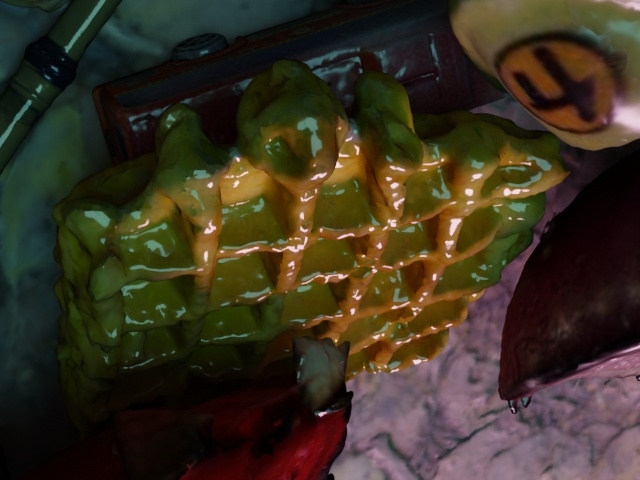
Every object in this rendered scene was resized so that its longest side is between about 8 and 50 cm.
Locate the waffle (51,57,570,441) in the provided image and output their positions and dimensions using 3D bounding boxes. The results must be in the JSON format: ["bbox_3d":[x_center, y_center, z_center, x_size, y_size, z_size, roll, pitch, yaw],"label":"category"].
[{"bbox_3d":[0.000,0.000,0.458,0.229,0.057,0.219,-13,152,-18],"label":"waffle"}]

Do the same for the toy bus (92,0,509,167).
[{"bbox_3d":[-0.003,-0.069,0.492,0.192,0.077,0.065,-20,116,-12],"label":"toy bus"}]

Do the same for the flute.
[{"bbox_3d":[-0.094,-0.111,0.473,0.027,0.027,0.233,35,93,-26],"label":"flute"}]

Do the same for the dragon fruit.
[{"bbox_3d":[-0.105,0.175,0.483,0.343,0.100,0.282,-57,160,14],"label":"dragon fruit"}]

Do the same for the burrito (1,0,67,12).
[{"bbox_3d":[-0.212,-0.214,0.356,0.348,0.107,0.175,27,83,-28],"label":"burrito"}]

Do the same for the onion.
[{"bbox_3d":[0.217,-0.016,0.529,0.247,0.111,0.250,-34,157,34],"label":"onion"}]

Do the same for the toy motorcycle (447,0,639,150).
[{"bbox_3d":[0.177,-0.166,0.456,0.410,0.169,0.237,-10,90,-33],"label":"toy motorcycle"}]

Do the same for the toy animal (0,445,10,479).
[{"bbox_3d":[-0.201,0.122,0.479,0.098,0.098,0.137,38,112,-27],"label":"toy animal"}]
